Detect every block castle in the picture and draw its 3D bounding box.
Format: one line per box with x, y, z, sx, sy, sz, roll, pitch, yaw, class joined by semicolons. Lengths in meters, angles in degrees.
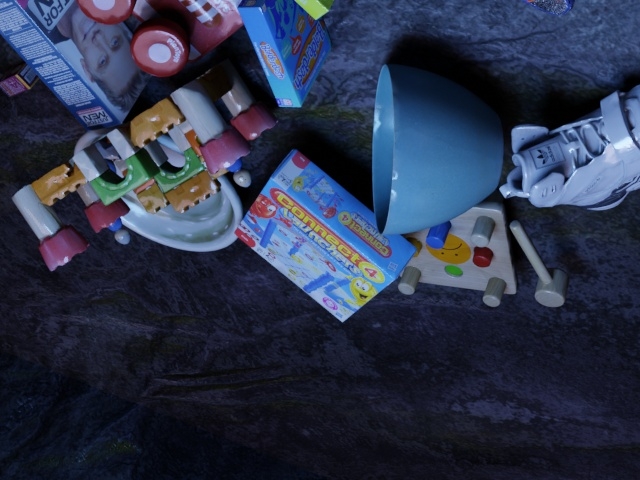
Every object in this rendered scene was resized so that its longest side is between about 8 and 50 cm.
-0.311;-0.127;1.860;0.453;0.303;0.213;-29;102;19;block castle

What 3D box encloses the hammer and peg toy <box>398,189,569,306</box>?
0.303;0.006;1.956;0.361;0.127;0.266;6;141;26;hammer and peg toy

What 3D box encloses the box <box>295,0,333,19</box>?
-0.041;-0.444;1.557;0.178;0.109;0.042;40;146;-22;box

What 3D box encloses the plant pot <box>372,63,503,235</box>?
0.200;-0.151;1.697;0.195;0.290;0.290;1;146;-4;plant pot

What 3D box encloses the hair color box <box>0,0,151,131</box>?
-0.469;-0.388;1.849;0.105;0.174;0.347;-6;137;36;hair color box

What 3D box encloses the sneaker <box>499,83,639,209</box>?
0.434;-0.151;1.570;0.210;0.137;0.366;-4;157;-19;sneaker

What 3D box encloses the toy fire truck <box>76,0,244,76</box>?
-0.251;-0.445;1.674;0.254;0.169;0.302;-32;121;25;toy fire truck

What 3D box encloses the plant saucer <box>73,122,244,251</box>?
-0.338;-0.136;2.187;0.400;0.100;0.400;17;147;12;plant saucer

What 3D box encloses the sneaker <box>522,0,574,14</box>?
0.269;-0.385;1.462;0.221;0.087;0.083;26;148;-2;sneaker

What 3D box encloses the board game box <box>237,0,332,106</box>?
-0.054;-0.351;1.650;0.047;0.160;0.210;6;143;26;board game box

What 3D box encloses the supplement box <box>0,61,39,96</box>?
-0.640;-0.346;2.126;0.083;0.055;0.043;-11;132;41;supplement box

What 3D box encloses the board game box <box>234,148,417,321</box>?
0.000;0.000;2.002;0.308;0.086;0.302;39;153;-1;board game box
